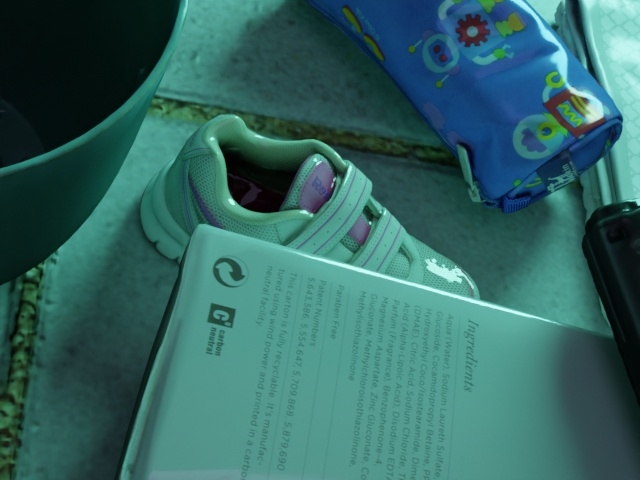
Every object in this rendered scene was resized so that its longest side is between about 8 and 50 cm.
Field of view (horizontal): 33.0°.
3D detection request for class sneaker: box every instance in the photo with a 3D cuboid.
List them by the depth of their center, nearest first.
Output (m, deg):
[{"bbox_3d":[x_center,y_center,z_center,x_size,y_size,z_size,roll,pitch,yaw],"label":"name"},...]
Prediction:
[{"bbox_3d":[0.000,0.000,0.737,0.252,0.111,0.103,24,57,-4],"label":"sneaker"}]

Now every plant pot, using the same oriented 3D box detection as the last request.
[{"bbox_3d":[-0.241,-0.098,0.639,0.293,0.235,0.293,8,60,-14],"label":"plant pot"}]

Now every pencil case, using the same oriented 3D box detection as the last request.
[{"bbox_3d":[0.101,-0.154,0.856,0.133,0.119,0.306,-37,77,-10],"label":"pencil case"}]

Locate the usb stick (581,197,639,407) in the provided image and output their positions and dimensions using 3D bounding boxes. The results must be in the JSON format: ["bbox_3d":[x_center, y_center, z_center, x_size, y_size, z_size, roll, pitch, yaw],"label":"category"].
[{"bbox_3d":[0.202,0.104,0.533,0.077,0.045,0.278,-7,63,-14],"label":"usb stick"}]

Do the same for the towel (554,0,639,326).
[{"bbox_3d":[0.369,-0.068,0.935,0.317,0.053,0.332,6,61,-15],"label":"towel"}]

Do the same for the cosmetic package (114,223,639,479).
[{"bbox_3d":[0.079,0.149,0.620,0.385,0.217,0.156,16,57,-7],"label":"cosmetic package"}]
